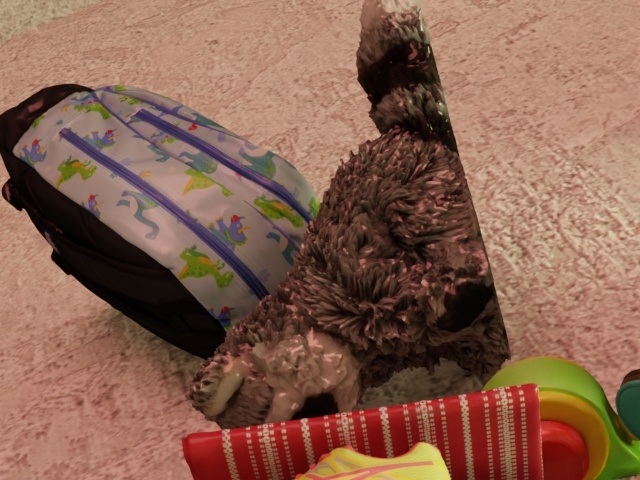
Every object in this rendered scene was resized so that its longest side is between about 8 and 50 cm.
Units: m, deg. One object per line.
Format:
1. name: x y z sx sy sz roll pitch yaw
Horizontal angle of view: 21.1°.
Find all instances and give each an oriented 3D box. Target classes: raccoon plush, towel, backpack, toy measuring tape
1. raccoon plush: 0.000 0.000 1.645 0.299 0.216 0.446 -14 59 4
2. towel: 0.038 0.192 1.349 0.275 0.199 0.031 -9 48 1
3. backpack: -0.152 -0.012 1.823 0.273 0.290 0.355 -34 36 -6
4. toy measuring tape: 0.128 0.171 1.452 0.330 0.121 0.121 -15 28 13

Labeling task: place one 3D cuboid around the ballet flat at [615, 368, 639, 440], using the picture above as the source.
1. ballet flat: 0.362 0.153 1.310 0.280 0.095 0.096 22 40 40

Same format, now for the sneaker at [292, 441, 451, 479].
1. sneaker: 0.003 0.197 1.262 0.208 0.081 0.094 -8 49 11
